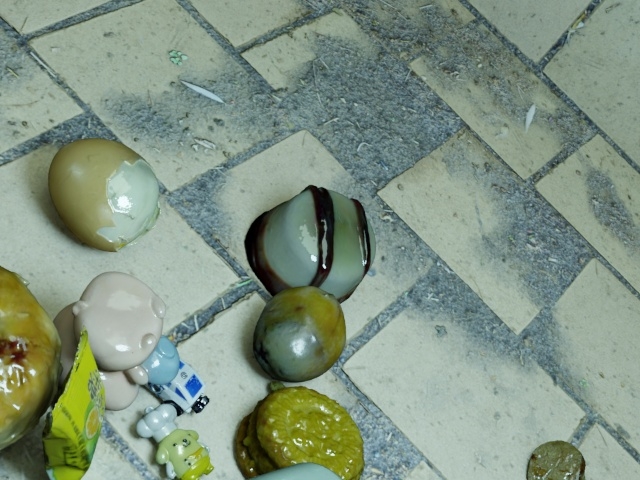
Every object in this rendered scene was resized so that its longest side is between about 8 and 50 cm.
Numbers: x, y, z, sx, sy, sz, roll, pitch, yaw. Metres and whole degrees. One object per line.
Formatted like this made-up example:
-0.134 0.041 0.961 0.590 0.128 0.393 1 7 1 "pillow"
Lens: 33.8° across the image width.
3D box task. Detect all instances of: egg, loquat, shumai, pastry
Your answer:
-0.424 -0.096 2.049 0.244 0.201 0.201 39 41 18 "egg"
-0.040 0.188 2.086 0.179 0.179 0.227 34 38 -5 "loquat"
0.510 0.512 2.268 0.123 0.105 0.139 0 26 22 "shumai"
-0.613 0.187 1.640 0.409 0.245 0.409 19 47 -22 "pastry"
-0.026 0.378 1.964 0.240 0.132 0.235 39 43 -1 "pastry"

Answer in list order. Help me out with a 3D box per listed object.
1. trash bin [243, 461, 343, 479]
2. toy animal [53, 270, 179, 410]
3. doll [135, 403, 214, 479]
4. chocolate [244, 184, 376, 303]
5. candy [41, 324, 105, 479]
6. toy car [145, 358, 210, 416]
-0.151 0.524 1.656 0.432 0.280 0.280 -11 61 -43 "trash bin"
-0.371 0.175 1.811 0.229 0.221 0.210 0 54 7 "toy animal"
-0.260 0.360 1.871 0.162 0.062 0.106 47 39 11 "doll"
0.000 0.000 2.264 0.283 0.186 0.283 19 45 -20 "chocolate"
-0.393 0.295 1.673 0.081 0.297 0.187 12 46 -2 "candy"
-0.279 0.255 1.941 0.170 0.070 0.080 38 42 0 "toy car"
